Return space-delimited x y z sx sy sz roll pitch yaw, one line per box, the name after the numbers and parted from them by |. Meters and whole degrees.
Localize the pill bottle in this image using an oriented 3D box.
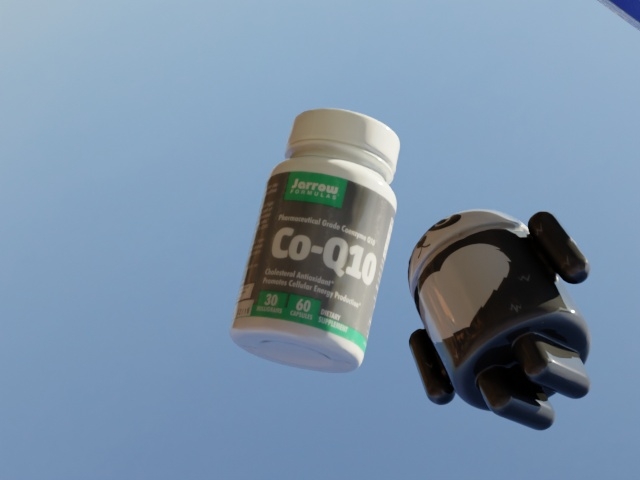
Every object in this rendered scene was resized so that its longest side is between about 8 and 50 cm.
0.000 0.000 1.839 0.204 0.204 0.361 -7 -117 45 | pill bottle

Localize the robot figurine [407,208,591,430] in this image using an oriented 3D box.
0.205 0.085 1.432 0.209 0.173 0.278 -18 -134 -4 | robot figurine

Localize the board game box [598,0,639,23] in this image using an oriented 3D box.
0.442 -0.273 1.510 0.078 0.347 0.233 -54 -166 15 | board game box
